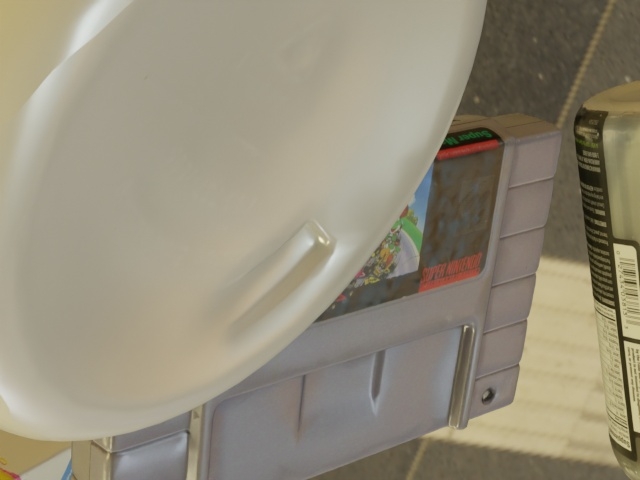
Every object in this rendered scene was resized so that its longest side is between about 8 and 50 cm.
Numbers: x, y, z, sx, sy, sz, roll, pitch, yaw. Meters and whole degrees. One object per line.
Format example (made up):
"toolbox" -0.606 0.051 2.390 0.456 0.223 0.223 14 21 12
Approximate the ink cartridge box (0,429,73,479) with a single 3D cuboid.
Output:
"ink cartridge box" -0.293 0.160 1.087 0.231 0.134 0.078 -27 158 -41

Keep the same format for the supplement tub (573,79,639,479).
"supplement tub" 0.170 0.029 0.566 0.117 0.117 0.190 -9 101 0

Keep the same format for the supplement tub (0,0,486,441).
"supplement tub" -0.130 -0.110 0.494 0.235 0.325 0.235 -37 148 -28

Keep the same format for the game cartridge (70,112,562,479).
"game cartridge" 0.009 0.045 0.887 0.355 0.068 0.230 -14 125 -38
